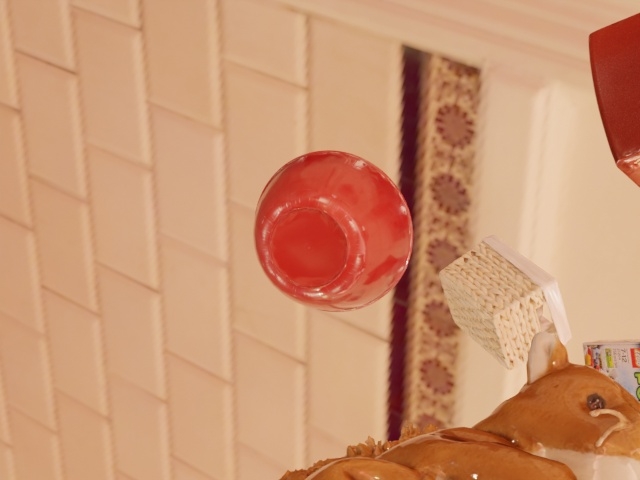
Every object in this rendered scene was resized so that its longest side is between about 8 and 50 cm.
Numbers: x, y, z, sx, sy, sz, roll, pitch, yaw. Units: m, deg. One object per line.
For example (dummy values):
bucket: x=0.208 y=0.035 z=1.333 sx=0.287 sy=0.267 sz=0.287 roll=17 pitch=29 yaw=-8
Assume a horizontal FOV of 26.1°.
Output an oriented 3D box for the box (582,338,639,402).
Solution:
box: x=0.377 y=0.222 z=1.659 sx=0.036 sy=0.114 sz=0.207 roll=-6 pitch=88 yaw=-31

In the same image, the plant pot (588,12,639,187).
plant pot: x=0.568 y=-0.187 z=2.050 sx=0.267 sy=0.267 sz=0.235 roll=36 pitch=52 yaw=-32

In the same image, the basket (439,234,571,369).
basket: x=0.251 y=0.086 z=1.904 sx=0.103 sy=0.167 sz=0.113 roll=-29 pitch=123 yaw=-13

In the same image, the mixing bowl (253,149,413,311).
mixing bowl: x=0.000 y=0.000 z=1.472 sx=0.098 sy=0.181 sz=0.181 roll=-35 pitch=140 yaw=-70

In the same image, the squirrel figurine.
squirrel figurine: x=0.123 y=0.248 z=1.316 sx=0.370 sy=0.397 sz=0.281 roll=-39 pitch=107 yaw=-30
